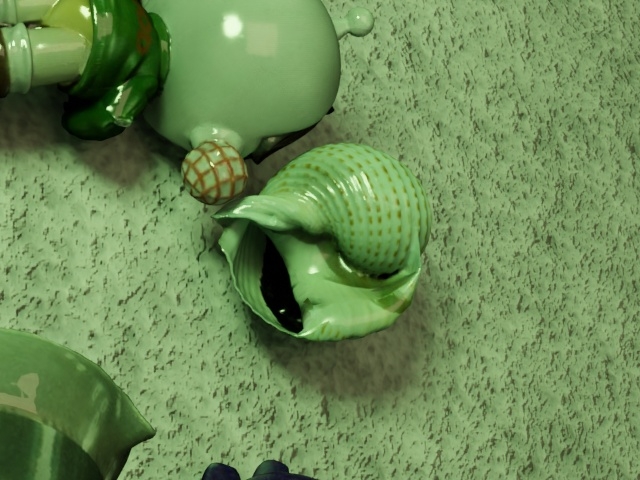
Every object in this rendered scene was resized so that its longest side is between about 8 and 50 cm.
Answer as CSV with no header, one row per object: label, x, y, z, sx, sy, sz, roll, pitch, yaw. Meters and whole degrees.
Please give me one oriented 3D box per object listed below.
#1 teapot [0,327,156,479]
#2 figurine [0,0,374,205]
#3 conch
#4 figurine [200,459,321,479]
teapot,-0.240,0.244,0.750,0.300,0.253,0.344,-5,42,1
figurine,-0.132,-0.161,1.087,0.370,0.167,0.281,-1,56,-31
conch,0.001,0.000,1.131,0.200,0.131,0.172,0,91,-7
figurine,-0.102,0.334,0.885,0.193,0.154,0.420,25,55,-19
